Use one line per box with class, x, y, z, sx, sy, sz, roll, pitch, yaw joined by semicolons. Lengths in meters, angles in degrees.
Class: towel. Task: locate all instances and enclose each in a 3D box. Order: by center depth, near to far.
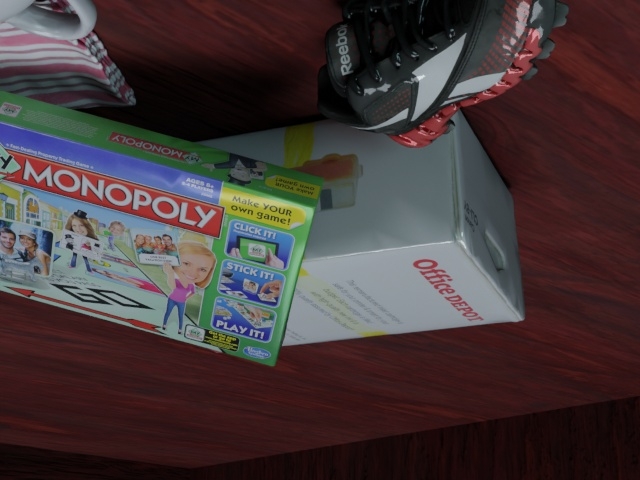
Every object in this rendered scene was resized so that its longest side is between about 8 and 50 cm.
towel;-0.257;-0.152;1.011;0.144;0.029;0.197;-3;160;9

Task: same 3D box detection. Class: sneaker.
sneaker;0.081;-0.153;0.915;0.135;0.098;0.276;6;161;-23

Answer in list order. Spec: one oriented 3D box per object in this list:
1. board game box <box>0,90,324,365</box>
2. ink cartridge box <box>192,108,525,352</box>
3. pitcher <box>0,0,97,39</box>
board game box;-0.172;-0.008;1.075;0.317;0.046;0.213;15;133;1
ink cartridge box;0.000;0.000;1.250;0.384;0.160;0.279;-7;159;20
pitcher;-0.218;-0.189;0.775;0.177;0.125;0.207;9;167;-25
